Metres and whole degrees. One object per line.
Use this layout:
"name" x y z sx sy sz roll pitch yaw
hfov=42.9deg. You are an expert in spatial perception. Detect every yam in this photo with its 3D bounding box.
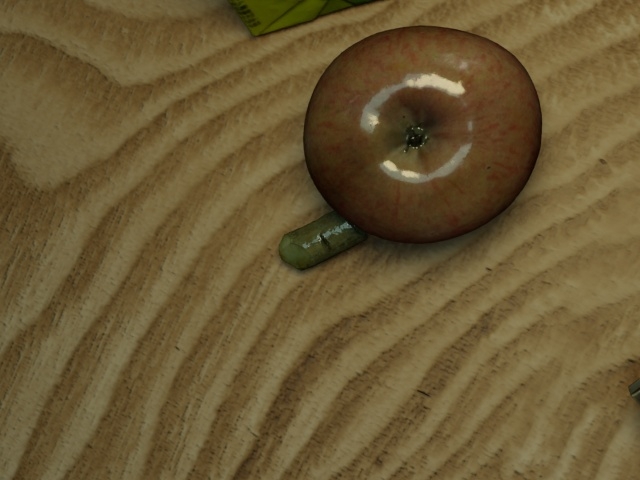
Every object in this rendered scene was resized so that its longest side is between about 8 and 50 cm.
"yam" 0.000 0.000 1.293 0.146 0.070 0.070 -26 79 10

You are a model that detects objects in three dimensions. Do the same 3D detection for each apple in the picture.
"apple" 0.139 -0.153 1.160 0.344 0.269 0.345 -2 81 10

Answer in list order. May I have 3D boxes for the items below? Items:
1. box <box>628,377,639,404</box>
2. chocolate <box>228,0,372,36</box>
"box" 0.583 0.157 1.037 0.180 0.047 0.325 47 108 4
"chocolate" -0.028 -0.469 1.231 0.288 0.301 0.137 -14 69 13
